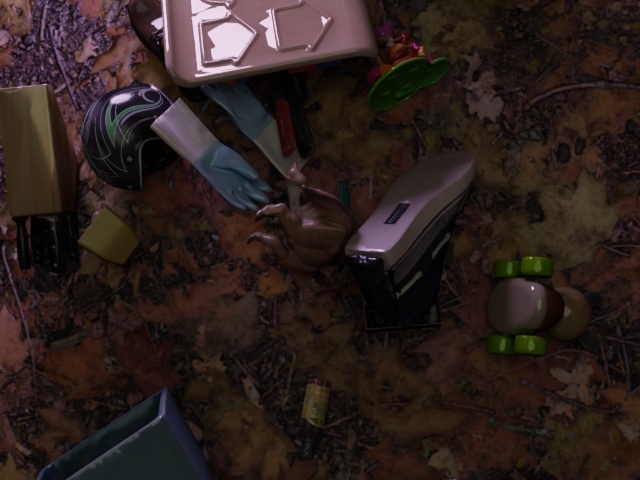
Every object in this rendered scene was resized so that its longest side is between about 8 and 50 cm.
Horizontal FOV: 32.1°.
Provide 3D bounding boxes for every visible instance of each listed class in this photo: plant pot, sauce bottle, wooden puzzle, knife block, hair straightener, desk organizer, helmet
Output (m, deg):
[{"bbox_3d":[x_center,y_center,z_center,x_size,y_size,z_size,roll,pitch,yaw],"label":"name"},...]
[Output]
[{"bbox_3d":[-0.273,0.415,1.719,0.248,0.247,0.252,-34,95,-4],"label":"plant pot"},{"bbox_3d":[-0.011,0.292,1.827,0.042,0.042,0.128,8,80,4],"label":"sauce bottle"},{"bbox_3d":[-0.094,-0.384,1.907,0.348,0.080,0.322,-8,51,-3],"label":"wooden puzzle"},{"bbox_3d":[-0.466,-0.085,1.832,0.088,0.275,0.242,-6,48,1],"label":"knife block"},{"bbox_3d":[-0.045,-0.241,1.933,0.089,0.047,0.230,7,55,-37],"label":"hair straightener"},{"bbox_3d":[0.136,0.126,1.849,0.130,0.050,0.047,-5,78,2],"label":"desk organizer"},{"bbox_3d":[-0.352,0.000,1.886,0.083,0.081,0.081,36,82,-2],"label":"plant pot"},{"bbox_3d":[-0.324,-0.172,1.878,0.161,0.169,0.169,-36,79,-20],"label":"helmet"}]

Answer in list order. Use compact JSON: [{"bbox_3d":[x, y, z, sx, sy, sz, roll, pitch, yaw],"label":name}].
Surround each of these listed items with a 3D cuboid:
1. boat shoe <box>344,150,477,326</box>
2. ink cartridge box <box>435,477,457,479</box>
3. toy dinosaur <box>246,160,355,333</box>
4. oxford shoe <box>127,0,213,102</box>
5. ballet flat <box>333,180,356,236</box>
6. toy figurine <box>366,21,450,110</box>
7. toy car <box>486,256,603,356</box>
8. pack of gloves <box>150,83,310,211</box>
[{"bbox_3d":[0.165,-0.003,1.832,0.127,0.158,0.340,7,39,40],"label":"boat shoe"},{"bbox_3d":[0.051,0.428,1.733,0.333,0.165,0.065,-11,78,-1],"label":"ink cartridge box"},{"bbox_3d":[0.000,0.000,1.799,0.200,0.295,0.127,32,52,7],"label":"toy dinosaur"},{"bbox_3d":[-0.265,-0.353,1.946,0.083,0.096,0.227,-38,77,-3],"label":"oxford shoe"},{"bbox_3d":[0.034,-0.045,1.898,0.041,0.041,0.114,-11,77,0],"label":"ballet flat"},{"bbox_3d":[0.114,-0.332,1.926,0.173,0.130,0.159,-23,67,-24],"label":"toy figurine"},{"bbox_3d":[0.383,0.119,1.822,0.188,0.149,0.155,10,81,-24],"label":"toy car"},{"bbox_3d":[-0.135,-0.174,1.856,0.232,0.046,0.195,44,57,-7],"label":"pack of gloves"}]
